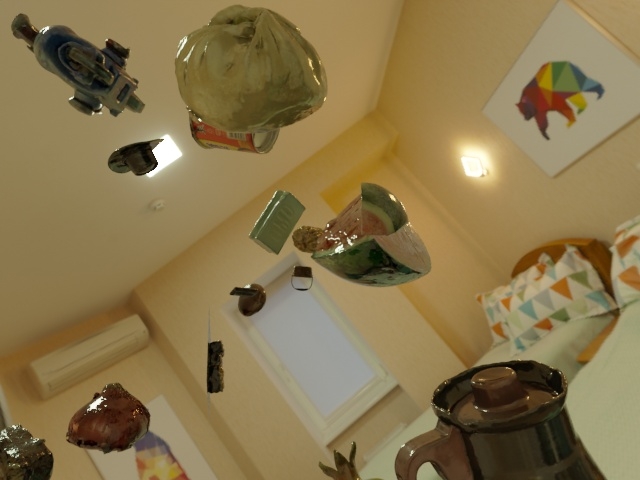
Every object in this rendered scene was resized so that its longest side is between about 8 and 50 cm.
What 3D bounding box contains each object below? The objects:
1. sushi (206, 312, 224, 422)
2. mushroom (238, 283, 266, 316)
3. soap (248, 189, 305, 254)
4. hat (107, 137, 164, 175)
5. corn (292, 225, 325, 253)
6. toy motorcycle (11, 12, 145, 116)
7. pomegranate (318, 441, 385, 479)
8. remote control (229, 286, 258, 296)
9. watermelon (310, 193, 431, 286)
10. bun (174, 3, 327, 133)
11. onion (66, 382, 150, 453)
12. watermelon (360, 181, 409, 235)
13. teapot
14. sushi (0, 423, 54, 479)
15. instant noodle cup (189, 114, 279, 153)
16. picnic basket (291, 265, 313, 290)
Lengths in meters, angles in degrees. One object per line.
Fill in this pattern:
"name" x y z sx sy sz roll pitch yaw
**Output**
"sushi" -0.333 0.391 1.288 0.050 0.290 0.263 -1 -53 -14
"mushroom" -0.242 0.203 1.386 0.123 0.123 0.052 -40 -46 5
"soap" -0.144 -0.062 1.361 0.114 0.063 0.198 42 -109 -41
"hat" -0.357 -0.162 0.806 0.121 0.050 0.121 -34 5 3
"corn" 0.000 0.000 1.297 0.086 0.086 0.288 -44 -20 20
"toy motorcycle" -0.568 -0.391 0.952 0.241 0.181 0.319 4 -1 -7
"pomegranate" 0.081 0.520 0.792 0.156 0.220 0.156 -28 -19 -10
"remote control" -0.243 0.167 1.282 0.096 0.014 0.039 15 -55 -48
"watermelon" 0.123 0.032 1.020 0.222 0.292 0.319 -32 33 21
"bun" -0.106 -0.276 0.633 0.259 0.259 0.160 -31 -35 -37
"onion" -0.499 0.416 0.951 0.184 0.146 0.184 -5 -9 -1
"watermelon" 0.080 -0.044 0.590 0.072 0.092 0.084 -40 -12 14
"teapot" 0.329 0.425 0.713 0.376 0.361 0.305 -15 -6 -15
"sushi" -0.797 0.578 1.031 0.115 0.213 0.147 -1 -73 -64
"instant noodle cup" -0.209 -0.323 1.053 0.213 0.174 0.213 18 -90 -75
"picnic basket" -0.061 0.127 1.342 0.072 0.083 0.072 5 -3 0
